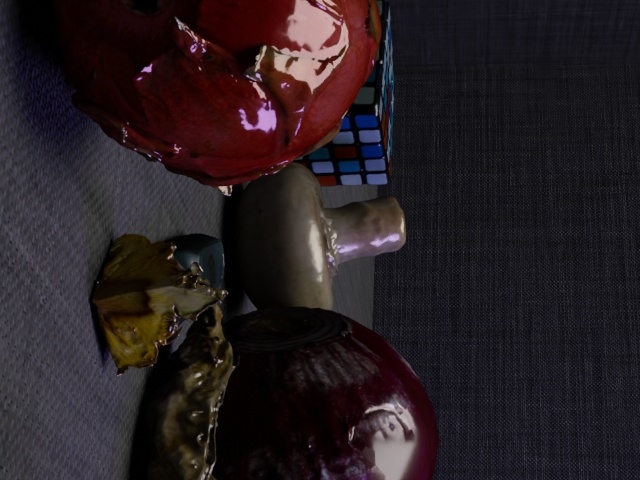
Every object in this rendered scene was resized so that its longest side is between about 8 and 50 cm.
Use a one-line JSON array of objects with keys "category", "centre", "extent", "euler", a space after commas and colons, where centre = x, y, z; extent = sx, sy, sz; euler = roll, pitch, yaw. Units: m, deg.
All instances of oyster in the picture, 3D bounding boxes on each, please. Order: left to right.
[{"category": "oyster", "centre": [-0.125, 0.200, 1.102], "extent": [0.129, 0.078, 0.345], "euler": [116, -19, -53]}]

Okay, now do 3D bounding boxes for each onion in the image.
[{"category": "onion", "centre": [0.001, 0.213, 1.378], "extent": [0.336, 0.260, 0.282], "euler": [-22, 107, -82]}]

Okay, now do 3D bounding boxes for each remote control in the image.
[{"category": "remote control", "centre": [-0.127, 0.035, 1.151], "extent": [0.222, 0.042, 0.072], "euler": [-56, 143, -78]}]

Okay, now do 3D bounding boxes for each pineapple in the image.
[{"category": "pineapple", "centre": [-0.129, 0.041, 0.962], "extent": [0.077, 0.114, 0.114], "euler": [36, 48, -58]}]

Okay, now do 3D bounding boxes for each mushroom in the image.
[{"category": "mushroom", "centre": [-0.012, 0.013, 1.516], "extent": [0.206, 0.209, 0.206], "euler": [-161, -90, -80]}]

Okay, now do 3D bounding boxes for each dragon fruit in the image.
[{"category": "dragon fruit", "centre": [-0.075, -0.155, 0.872], "extent": [0.252, 0.241, 0.241], "euler": [53, 36, -58]}]

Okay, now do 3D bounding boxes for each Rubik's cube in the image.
[{"category": "Rubik's cube", "centre": [0.000, -0.190, 1.619], "extent": [0.182, 0.184, 0.187], "euler": [78, 15, -60]}]

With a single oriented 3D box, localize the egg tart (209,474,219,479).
[{"category": "egg tart", "centre": [-0.106, 0.282, 1.149], "extent": [0.130, 0.052, 0.130], "euler": [-164, -90, -72]}]
